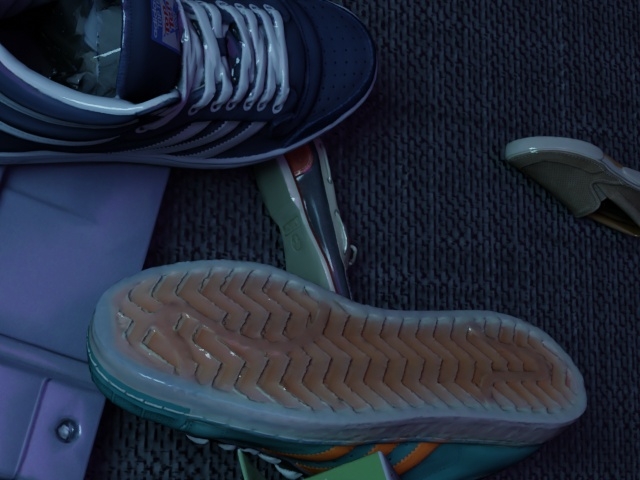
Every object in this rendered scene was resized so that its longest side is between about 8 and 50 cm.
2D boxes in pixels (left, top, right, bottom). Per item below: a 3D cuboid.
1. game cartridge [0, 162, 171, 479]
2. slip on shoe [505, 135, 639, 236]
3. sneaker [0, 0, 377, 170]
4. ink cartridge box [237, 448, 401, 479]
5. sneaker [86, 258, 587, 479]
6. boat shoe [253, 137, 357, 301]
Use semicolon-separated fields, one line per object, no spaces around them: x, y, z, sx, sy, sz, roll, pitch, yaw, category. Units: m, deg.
-0.188;-0.064;0.646;0.230;0.068;0.355;24;69;-29;game cartridge
0.187;-0.038;0.867;0.135;0.051;0.041;19;68;-34;slip on shoe
-0.061;-0.094;0.604;0.282;0.153;0.099;-9;86;-32;sneaker
0.031;0.183;0.633;0.209;0.062;0.109;60;10;-53;ink cartridge box
0.003;0.097;0.681;0.302;0.121;0.108;12;41;-28;sneaker
0.000;0.000;0.750;0.043;0.049;0.137;-16;84;-34;boat shoe
